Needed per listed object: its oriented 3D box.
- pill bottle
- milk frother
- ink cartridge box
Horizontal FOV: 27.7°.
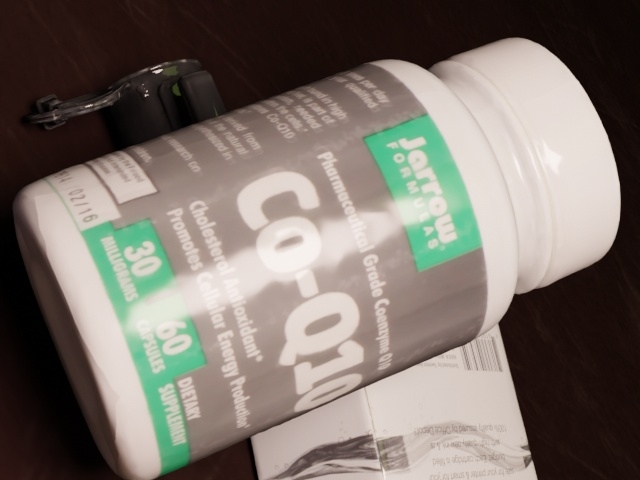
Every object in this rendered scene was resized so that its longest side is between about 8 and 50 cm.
[{"bbox_3d":[0.000,0.000,0.860,0.361,0.204,0.204,-22,88,-17],"label":"pill bottle"},{"bbox_3d":[-0.133,-0.057,0.976,0.143,0.129,0.134,-20,84,-12],"label":"milk frother"},{"bbox_3d":[0.060,0.161,1.052,0.223,0.129,0.307,9,63,-52],"label":"ink cartridge box"}]
